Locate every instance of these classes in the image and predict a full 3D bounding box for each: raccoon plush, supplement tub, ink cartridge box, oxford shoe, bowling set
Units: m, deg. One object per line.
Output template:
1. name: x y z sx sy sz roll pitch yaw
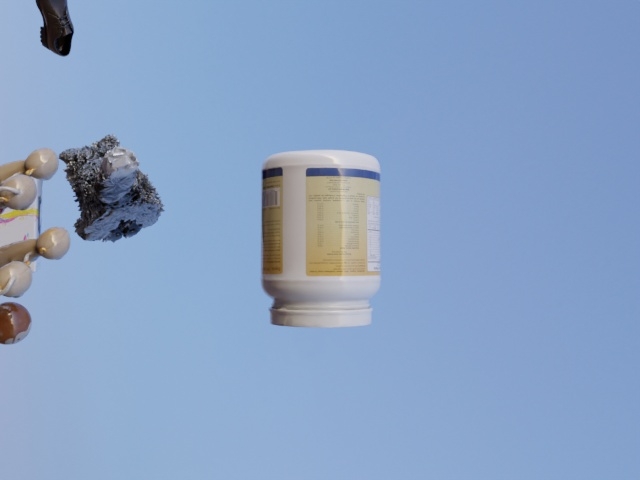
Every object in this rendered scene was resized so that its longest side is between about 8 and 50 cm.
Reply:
1. raccoon plush: -0.520 -0.202 1.823 0.446 0.216 0.299 -47 -118 50
2. supplement tub: 0.000 0.000 1.372 0.228 0.228 0.316 -2 -93 53
3. ink cartridge box: -0.650 -0.044 1.478 0.093 0.154 0.212 -169 -98 -76
4. oxford shoe: -0.668 -0.575 1.869 0.096 0.083 0.227 39 -37 23
5. bowling set: -0.371 0.017 0.881 0.154 0.287 0.199 -19 -64 19
